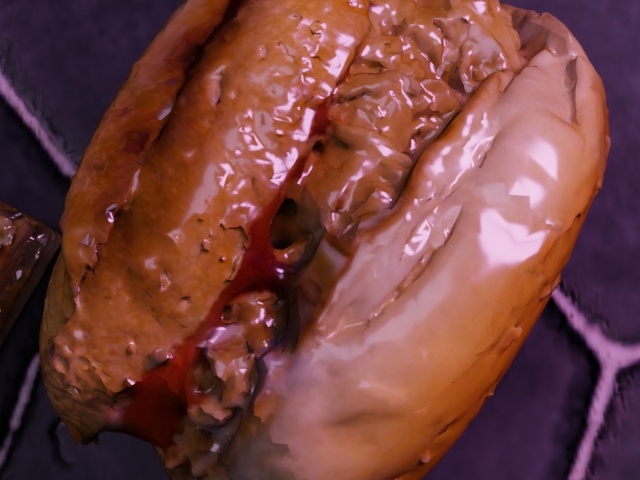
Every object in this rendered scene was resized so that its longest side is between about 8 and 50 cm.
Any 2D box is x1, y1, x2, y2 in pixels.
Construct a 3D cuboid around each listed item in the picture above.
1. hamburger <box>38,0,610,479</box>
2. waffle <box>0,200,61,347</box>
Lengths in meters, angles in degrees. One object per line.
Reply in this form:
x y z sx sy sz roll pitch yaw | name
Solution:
0.000 0.000 0.685 0.163 0.244 0.244 25 88 3 | hamburger
-0.196 0.038 0.841 0.102 0.042 0.148 27 88 22 | waffle
